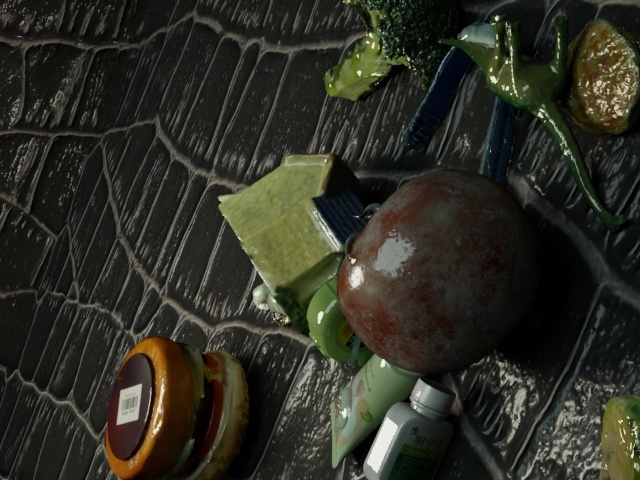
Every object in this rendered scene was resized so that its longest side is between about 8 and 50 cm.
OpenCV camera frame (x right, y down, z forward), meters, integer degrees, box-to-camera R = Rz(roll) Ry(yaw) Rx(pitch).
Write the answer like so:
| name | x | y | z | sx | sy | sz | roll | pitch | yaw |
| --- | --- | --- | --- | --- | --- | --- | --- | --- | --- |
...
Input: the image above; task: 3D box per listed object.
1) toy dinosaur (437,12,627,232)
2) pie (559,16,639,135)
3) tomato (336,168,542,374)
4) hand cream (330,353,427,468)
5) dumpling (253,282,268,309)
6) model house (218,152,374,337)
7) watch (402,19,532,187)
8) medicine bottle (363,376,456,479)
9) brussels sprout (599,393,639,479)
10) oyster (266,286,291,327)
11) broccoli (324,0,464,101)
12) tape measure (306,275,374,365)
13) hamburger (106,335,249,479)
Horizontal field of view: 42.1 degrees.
| name | x | y | z | sx | sy | sz | roll | pitch | yaw |
| --- | --- | --- | --- | --- | --- | --- | --- | --- | --- |
| toy dinosaur | 0.329 | -0.204 | 1.325 | 0.447 | 0.087 | 0.300 | -147 | 43 | -63 |
| pie | 0.425 | -0.242 | 1.238 | 0.193 | 0.079 | 0.163 | -109 | 35 | -45 |
| tomato | 0.173 | 0.044 | 1.247 | 0.282 | 0.317 | 0.316 | 41 | 114 | 13 |
| hand cream | 0.098 | 0.266 | 1.463 | 0.306 | 0.093 | 0.147 | -55 | 24 | 35 |
| dumpling | -0.126 | 0.128 | 1.886 | 0.077 | 0.043 | 0.059 | -35 | 63 | 21 |
| model house | 0.000 | 0.000 | 1.639 | 0.266 | 0.261 | 0.321 | -38 | 58 | 4 |
| watch | 0.279 | -0.235 | 1.453 | 0.274 | 0.068 | 0.276 | -61 | 36 | 14 |
| medicine bottle | 0.149 | 0.313 | 1.322 | 0.069 | 0.119 | 0.183 | 28 | 96 | 56 |
| brussels sprout | 0.406 | 0.256 | 0.985 | 0.151 | 0.122 | 0.149 | 95 | 180 | -58 |
| oyster | -0.079 | 0.103 | 1.819 | 0.108 | 0.053 | 0.165 | 14 | 79 | 38 |
| broccoli | 0.121 | -0.415 | 1.682 | 0.361 | 0.221 | 0.252 | 3 | 111 | 57 |
| tape measure | 0.063 | 0.133 | 1.487 | 0.200 | 0.175 | 0.106 | -61 | 32 | 17 |
| hamburger | -0.314 | 0.384 | 1.841 | 0.330 | 0.250 | 0.329 | -30 | 53 | 50 |
